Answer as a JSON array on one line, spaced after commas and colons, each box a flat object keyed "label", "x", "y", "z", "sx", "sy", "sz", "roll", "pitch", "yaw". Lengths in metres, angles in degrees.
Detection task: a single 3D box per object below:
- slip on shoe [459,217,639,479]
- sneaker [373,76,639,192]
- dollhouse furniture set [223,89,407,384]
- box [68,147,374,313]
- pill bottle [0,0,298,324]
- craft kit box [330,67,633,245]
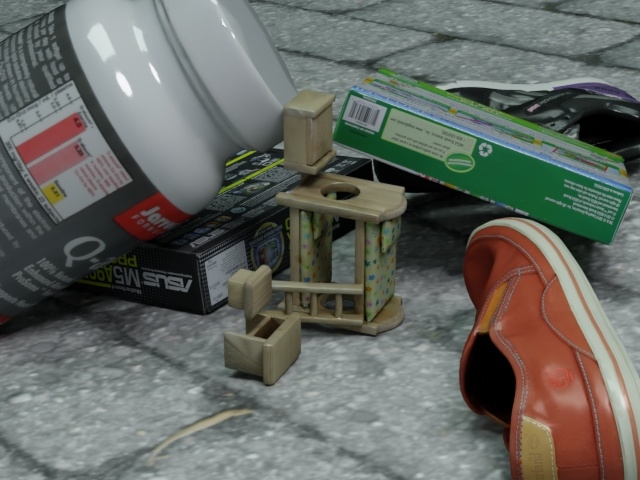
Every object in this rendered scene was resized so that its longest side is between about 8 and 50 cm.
[{"label": "slip on shoe", "x": 0.142, "y": 0.075, "z": 1.196, "sx": 0.101, "sy": 0.123, "sz": 0.331, "roll": -12, "pitch": 25, "yaw": -3}, {"label": "sneaker", "x": 0.194, "y": -0.103, "z": 1.648, "sx": 0.283, "sy": 0.107, "sz": 0.124, "roll": -13, "pitch": 17, "yaw": -15}, {"label": "dollhouse furniture set", "x": 0.000, "y": 0.000, "z": 1.331, "sx": 0.101, "sy": 0.182, "sz": 0.161, "roll": 12, "pitch": 30, "yaw": 22}, {"label": "box", "x": -0.108, "y": -0.020, "z": 1.608, "sx": 0.216, "sy": 0.060, "sz": 0.270, "roll": 7, "pitch": 25, "yaw": 36}, {"label": "pill bottle", "x": -0.211, "y": -0.082, "z": 1.429, "sx": 0.363, "sy": 0.210, "sz": 0.210, "roll": -29, "pitch": 18, "yaw": 10}, {"label": "craft kit box", "x": 0.146, "y": -0.080, "z": 1.489, "sx": 0.249, "sy": 0.061, "sz": 0.246, "roll": 21, "pitch": 14, "yaw": 5}]
